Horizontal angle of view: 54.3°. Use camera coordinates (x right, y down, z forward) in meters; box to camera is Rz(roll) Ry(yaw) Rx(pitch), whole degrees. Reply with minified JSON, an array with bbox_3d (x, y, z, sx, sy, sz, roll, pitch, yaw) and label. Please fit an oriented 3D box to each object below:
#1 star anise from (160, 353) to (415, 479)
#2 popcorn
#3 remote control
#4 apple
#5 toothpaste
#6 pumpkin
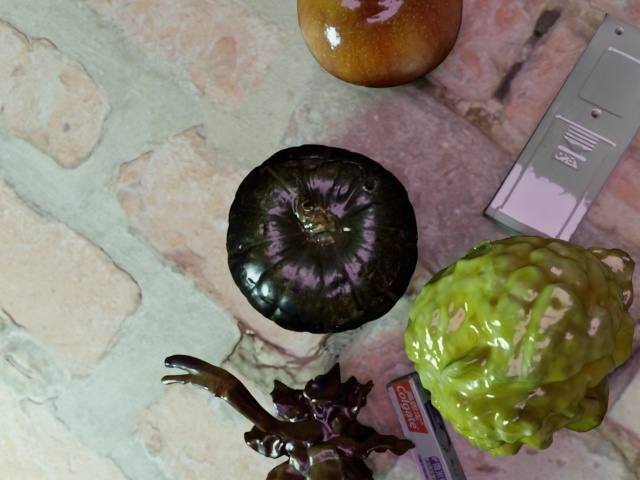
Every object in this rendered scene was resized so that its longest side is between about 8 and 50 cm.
[{"bbox_3d":[-0.041,0.240,0.737,0.346,0.148,0.237,39,98,4],"label":"star anise"},{"bbox_3d":[0.225,0.100,0.665,0.252,0.206,0.236,-22,115,-8],"label":"popcorn"},{"bbox_3d":[0.312,-0.124,0.748,0.103,0.055,0.277,32,90,13],"label":"remote control"},{"bbox_3d":[0.070,-0.286,0.757,0.201,0.162,0.201,-1,84,13],"label":"apple"},{"bbox_3d":[0.137,0.257,0.753,0.040,0.047,0.196,-25,80,24],"label":"toothpaste"},{"bbox_3d":[-0.001,-0.001,0.746,0.238,0.159,0.237,-2,79,12],"label":"pumpkin"}]
